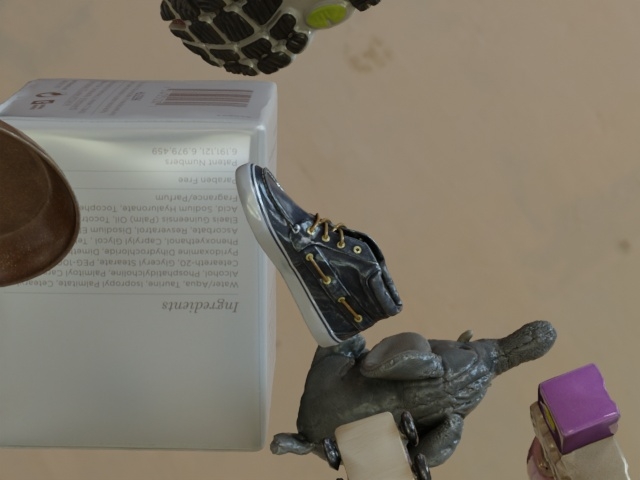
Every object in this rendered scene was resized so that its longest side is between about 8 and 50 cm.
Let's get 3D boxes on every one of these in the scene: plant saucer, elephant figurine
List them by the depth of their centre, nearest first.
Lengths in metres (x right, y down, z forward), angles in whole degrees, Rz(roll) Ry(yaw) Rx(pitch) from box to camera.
[{"bbox_3d":[-0.266,-0.037,1.053,0.198,0.199,0.036,-43,-146,42],"label":"plant saucer"},{"bbox_3d":[0.100,0.156,1.570,0.239,0.169,0.186,-15,-127,43],"label":"elephant figurine"}]

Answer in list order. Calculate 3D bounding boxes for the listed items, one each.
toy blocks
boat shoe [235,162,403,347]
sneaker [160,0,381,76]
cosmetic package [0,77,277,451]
[{"bbox_3d":[0.195,0.249,1.044,0.309,0.288,0.260,-16,154,-1],"label":"toy blocks"},{"bbox_3d":[0.000,0.000,1.308,0.083,0.183,0.065,-25,-165,15],"label":"boat shoe"},{"bbox_3d":[-0.014,-0.226,1.253,0.279,0.107,0.118,-16,-146,39],"label":"sneaker"},{"bbox_3d":[-0.218,0.018,1.823,0.327,0.393,0.329,0,-167,0],"label":"cosmetic package"}]
